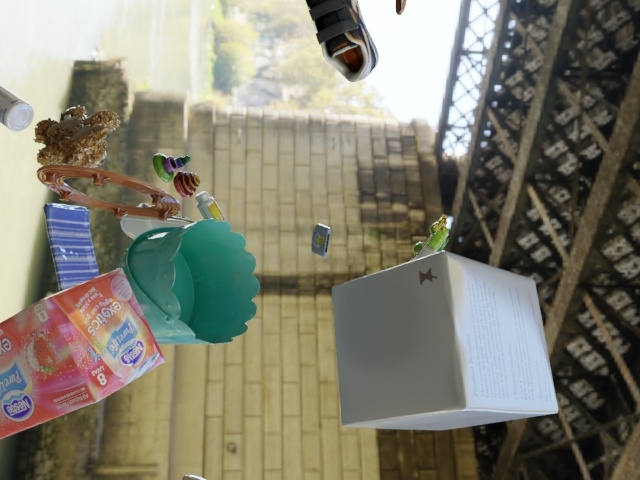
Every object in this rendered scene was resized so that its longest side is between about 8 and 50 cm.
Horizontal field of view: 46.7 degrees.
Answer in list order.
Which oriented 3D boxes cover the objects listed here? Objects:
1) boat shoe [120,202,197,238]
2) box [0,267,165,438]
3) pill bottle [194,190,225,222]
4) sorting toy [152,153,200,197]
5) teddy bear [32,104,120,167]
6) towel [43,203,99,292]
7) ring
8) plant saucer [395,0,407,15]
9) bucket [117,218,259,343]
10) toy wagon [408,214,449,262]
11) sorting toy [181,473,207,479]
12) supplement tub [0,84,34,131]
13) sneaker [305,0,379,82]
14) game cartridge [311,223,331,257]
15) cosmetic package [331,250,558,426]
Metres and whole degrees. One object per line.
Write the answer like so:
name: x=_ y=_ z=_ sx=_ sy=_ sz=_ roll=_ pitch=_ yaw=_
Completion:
boat shoe: x=-0.396 y=-0.040 z=2.058 sx=0.099 sy=0.319 sz=0.116 roll=-61 pitch=157 yaw=-46
box: x=-0.389 y=0.172 z=1.053 sx=0.142 sy=0.300 sz=0.154 roll=-28 pitch=94 yaw=-57
pill bottle: x=-0.254 y=-0.070 z=1.690 sx=0.043 sy=0.043 sz=0.083 roll=-105 pitch=169 yaw=-67
sorting toy: x=-0.240 y=-0.119 z=1.266 sx=0.102 sy=0.042 sz=0.061 roll=48 pitch=28 yaw=-46
teddy bear: x=-0.679 y=-0.280 z=2.060 sx=0.245 sy=0.338 sz=0.113 roll=-44 pitch=132 yaw=-34
towel: x=-0.688 y=0.062 z=2.101 sx=0.243 sy=0.040 sz=0.336 roll=11 pitch=66 yaw=-83
ring: x=-0.494 y=-0.102 z=1.733 sx=0.336 sy=0.336 sz=0.032 roll=118 pitch=-18 yaw=-76
plant saucer: x=0.192 y=-0.574 z=1.750 sx=0.083 sy=0.013 sz=0.084 roll=-177 pitch=-90 yaw=-82
bucket: x=-0.281 y=0.094 z=1.564 sx=0.281 sy=0.183 sz=0.281 roll=24 pitch=62 yaw=-55
toy wagon: x=0.312 y=0.052 z=2.281 sx=0.267 sy=0.068 sz=0.344 roll=-49 pitch=175 yaw=-40
sorting toy: x=-0.212 y=0.684 z=1.661 sx=0.089 sy=0.255 sz=0.257 roll=12 pitch=94 yaw=-72
supplement tub: x=-0.679 y=-0.288 z=1.599 sx=0.071 sy=0.107 sz=0.071 roll=-44 pitch=154 yaw=-28
sneaker: x=0.046 y=-0.559 z=1.913 sx=0.321 sy=0.126 sz=0.127 roll=56 pitch=37 yaw=-21
game cartridge: x=0.000 y=0.000 z=1.999 sx=0.056 sy=0.017 sz=0.083 roll=22 pitch=-72 yaw=47
cosmetic package: x=0.280 y=0.247 z=1.685 sx=0.327 sy=0.393 sz=0.330 roll=-20 pitch=-115 yaw=39
